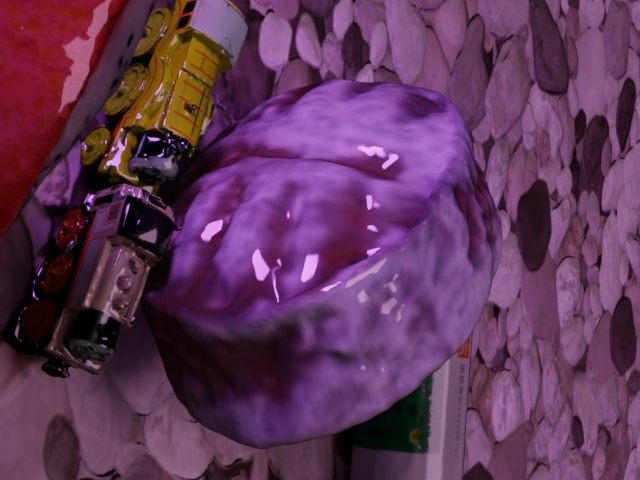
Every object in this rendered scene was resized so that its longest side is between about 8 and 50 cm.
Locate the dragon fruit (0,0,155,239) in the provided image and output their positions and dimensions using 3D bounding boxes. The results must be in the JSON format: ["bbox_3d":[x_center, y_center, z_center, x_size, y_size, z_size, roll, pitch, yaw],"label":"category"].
[{"bbox_3d":[-0.186,-0.101,0.588,0.189,0.290,0.290,34,57,-19],"label":"dragon fruit"}]

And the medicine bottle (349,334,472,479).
[{"bbox_3d":[0.074,0.121,1.165,0.095,0.095,0.260,14,80,-58],"label":"medicine bottle"}]

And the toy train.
[{"bbox_3d":[-0.113,-0.035,0.865,0.053,0.085,0.249,35,61,-35],"label":"toy train"}]

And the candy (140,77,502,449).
[{"bbox_3d":[0.000,0.000,0.921,0.289,0.214,0.157,-64,139,-53],"label":"candy"}]
